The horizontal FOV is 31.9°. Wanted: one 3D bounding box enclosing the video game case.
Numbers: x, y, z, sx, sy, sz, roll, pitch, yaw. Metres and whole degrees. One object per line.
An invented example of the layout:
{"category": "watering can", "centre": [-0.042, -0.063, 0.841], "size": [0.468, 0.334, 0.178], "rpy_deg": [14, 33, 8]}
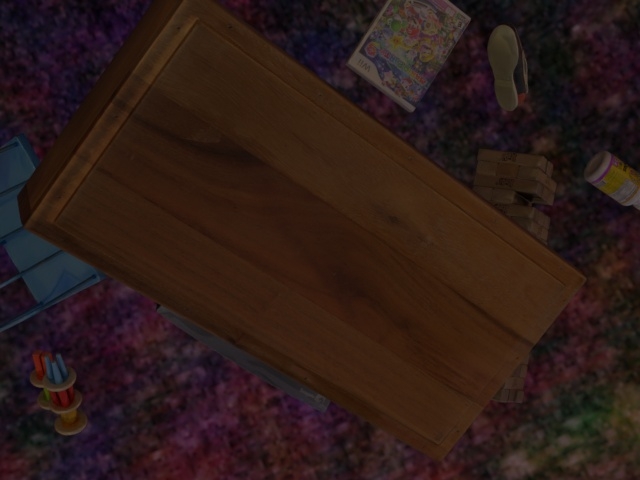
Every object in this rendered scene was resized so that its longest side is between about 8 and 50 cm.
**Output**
{"category": "video game case", "centre": [0.092, -0.207, 1.163], "size": [0.122, 0.087, 0.011], "rpy_deg": [-58, -166, -10]}

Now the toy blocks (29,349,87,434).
{"category": "toy blocks", "centre": [-0.419, 0.217, 1.757], "size": [0.054, 0.123, 0.148], "rpy_deg": [-25, 133, -25]}

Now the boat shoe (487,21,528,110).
{"category": "boat shoe", "centre": [0.263, -0.244, 1.539], "size": [0.043, 0.049, 0.137], "rpy_deg": [-43, 137, -29]}

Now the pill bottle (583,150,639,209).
{"category": "pill bottle", "centre": [0.363, -0.071, 1.354], "size": [0.083, 0.043, 0.043], "rpy_deg": [32, 132, -15]}

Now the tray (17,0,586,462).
{"category": "tray", "centre": [0.000, 0.000, 0.870], "size": [0.411, 0.076, 0.203], "rpy_deg": [33, 99, -26]}

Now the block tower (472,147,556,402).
{"category": "block tower", "centre": [0.236, 0.055, 1.478], "size": [0.097, 0.336, 0.091], "rpy_deg": [9, 176, 27]}

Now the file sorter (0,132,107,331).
{"category": "file sorter", "centre": [-0.328, 0.002, 1.151], "size": [0.118, 0.170, 0.104], "rpy_deg": [-24, -171, 42]}

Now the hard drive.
{"category": "hard drive", "centre": [-0.087, 0.098, 1.409], "size": [0.254, 0.172, 0.054], "rpy_deg": [34, 110, -20]}
